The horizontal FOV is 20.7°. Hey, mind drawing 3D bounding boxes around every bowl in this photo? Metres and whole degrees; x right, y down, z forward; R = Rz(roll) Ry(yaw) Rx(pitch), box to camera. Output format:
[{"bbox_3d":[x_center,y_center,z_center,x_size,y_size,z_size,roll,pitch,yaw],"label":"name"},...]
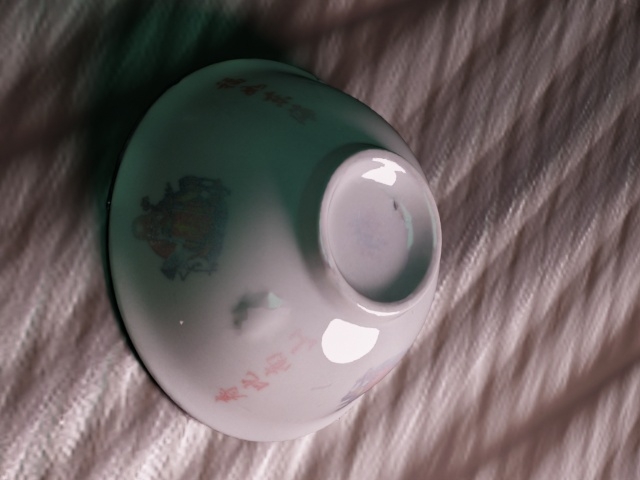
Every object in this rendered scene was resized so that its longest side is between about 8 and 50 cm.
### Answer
[{"bbox_3d":[0.000,0.000,1.499,0.346,0.157,0.345,6,80,-40],"label":"bowl"}]
